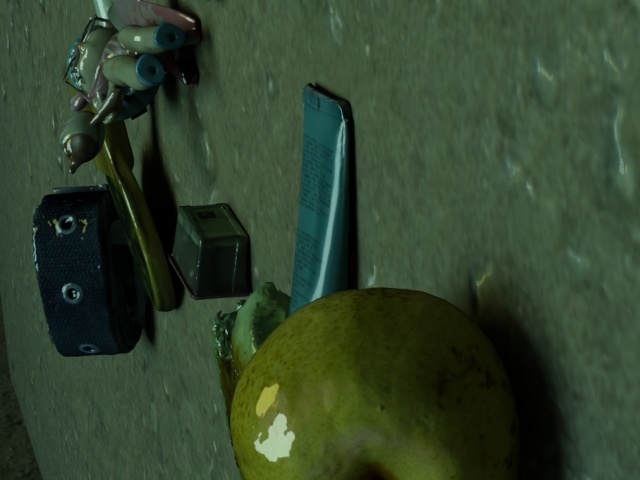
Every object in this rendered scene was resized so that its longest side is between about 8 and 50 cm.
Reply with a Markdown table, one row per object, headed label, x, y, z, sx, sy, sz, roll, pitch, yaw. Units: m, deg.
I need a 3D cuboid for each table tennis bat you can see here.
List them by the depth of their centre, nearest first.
| label | x | y | z | sx | sy | sz | roll | pitch | yaw |
| --- | --- | --- | --- | --- | --- | --- | --- | --- | --- |
| table tennis bat | -0.222 | -0.064 | 1.668 | 0.198 | 0.050 | 0.321 | -130 | 22 | -60 |

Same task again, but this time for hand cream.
| label | x | y | z | sx | sy | sz | roll | pitch | yaw |
| --- | --- | --- | --- | --- | --- | --- | --- | --- | --- |
| hand cream | 0.000 | 0.000 | 1.095 | 0.083 | 0.048 | 0.224 | -140 | 50 | -63 |

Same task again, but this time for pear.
| label | x | y | z | sx | sy | sz | roll | pitch | yaw |
| --- | --- | --- | --- | --- | --- | --- | --- | --- | --- |
| pear | 0.033 | 0.106 | 0.851 | 0.178 | 0.178 | 0.178 | 170 | 90 | -72 |

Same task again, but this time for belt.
| label | x | y | z | sx | sy | sz | roll | pitch | yaw |
| --- | --- | --- | --- | --- | --- | --- | --- | --- | --- |
| belt | -0.277 | 0.044 | 1.848 | 0.122 | 0.128 | 0.218 | -64 | -29 | -67 |

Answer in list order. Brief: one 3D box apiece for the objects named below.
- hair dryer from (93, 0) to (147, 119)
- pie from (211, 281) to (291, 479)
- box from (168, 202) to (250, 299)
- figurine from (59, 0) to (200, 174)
| label | x | y | z | sx | sy | sz | roll | pitch | yaw |
| --- | --- | --- | --- | --- | --- | --- | --- | --- | --- |
| hair dryer | -0.230 | -0.249 | 1.620 | 0.131 | 0.073 | 0.236 | -174 | 72 | -70 |
| pie | -0.034 | 0.184 | 1.235 | 0.302 | 0.067 | 0.302 | 169 | 90 | -77 |
| box | -0.101 | 0.009 | 1.378 | 0.085 | 0.060 | 0.063 | -125 | 38 | -54 |
| figurine | -0.190 | -0.155 | 1.461 | 0.260 | 0.103 | 0.205 | 8 | 82 | 67 |
